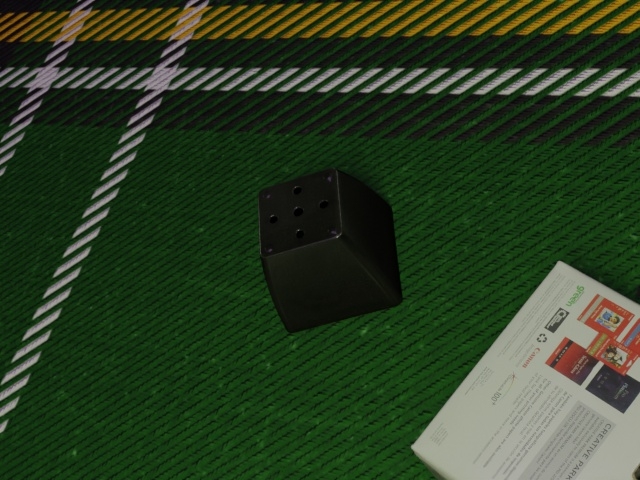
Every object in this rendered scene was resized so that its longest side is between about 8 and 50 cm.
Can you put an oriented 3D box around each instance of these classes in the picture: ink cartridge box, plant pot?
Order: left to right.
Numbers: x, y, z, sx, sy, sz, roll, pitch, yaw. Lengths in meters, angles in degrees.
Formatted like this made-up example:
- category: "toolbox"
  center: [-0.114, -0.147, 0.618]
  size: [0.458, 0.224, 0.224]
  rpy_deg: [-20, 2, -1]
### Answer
- category: "plant pot"
  center: [0.000, 0.000, 1.566]
  size: [0.188, 0.167, 0.188]
  rpy_deg: [-15, 52, 16]
- category: "ink cartridge box"
  center: [0.318, 0.226, 1.278]
  size: [0.272, 0.130, 0.309]
  rpy_deg: [33, 77, 37]
